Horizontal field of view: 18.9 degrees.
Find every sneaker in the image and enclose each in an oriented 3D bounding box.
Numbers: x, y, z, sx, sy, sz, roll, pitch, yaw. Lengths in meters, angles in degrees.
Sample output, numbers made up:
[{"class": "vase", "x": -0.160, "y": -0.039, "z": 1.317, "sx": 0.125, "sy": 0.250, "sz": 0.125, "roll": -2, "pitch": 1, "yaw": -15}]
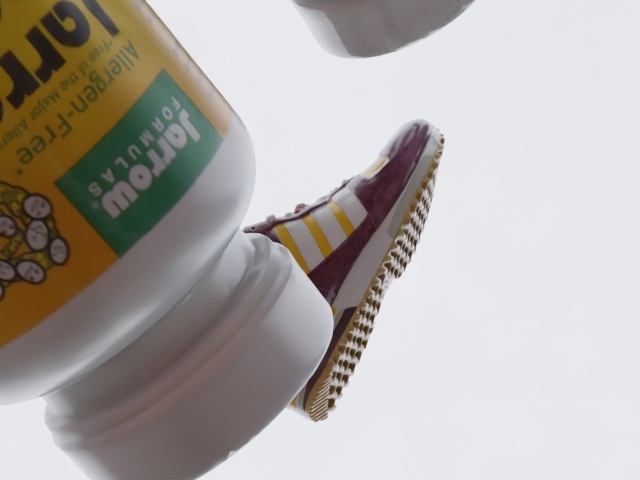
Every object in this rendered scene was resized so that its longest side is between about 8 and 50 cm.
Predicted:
[{"class": "sneaker", "x": 0.000, "y": 0.000, "z": 0.962, "sx": 0.084, "sy": 0.185, "sz": 0.069, "roll": 21, "pitch": -36, "yaw": 11}]

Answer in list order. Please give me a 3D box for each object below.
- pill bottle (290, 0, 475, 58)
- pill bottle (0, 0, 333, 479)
[{"class": "pill bottle", "x": -0.009, "y": -0.198, "z": 0.880, "sx": 0.121, "sy": 0.121, "sz": 0.221, "roll": -21, "pitch": -55, "yaw": 18}, {"class": "pill bottle", "x": -0.092, "y": -0.029, "z": 0.535, "sx": 0.117, "sy": 0.117, "sz": 0.208, "roll": -33, "pitch": -72, "yaw": 17}]
